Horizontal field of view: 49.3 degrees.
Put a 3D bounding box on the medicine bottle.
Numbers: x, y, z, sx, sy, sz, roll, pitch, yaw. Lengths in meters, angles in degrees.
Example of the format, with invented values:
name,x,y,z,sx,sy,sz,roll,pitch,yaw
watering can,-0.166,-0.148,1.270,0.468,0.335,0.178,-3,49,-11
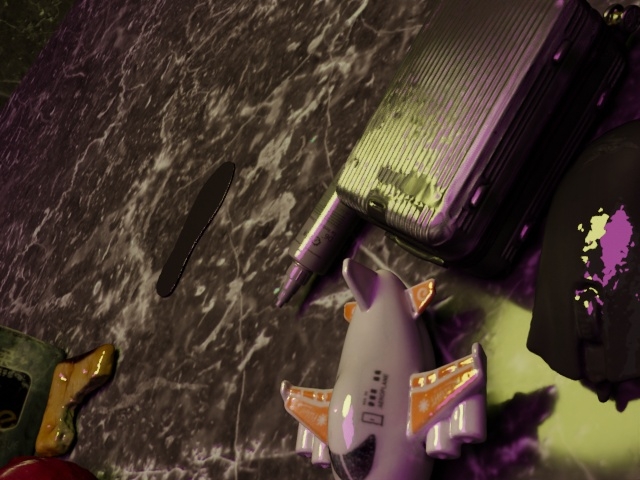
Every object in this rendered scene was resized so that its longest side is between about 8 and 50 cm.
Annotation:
name,x,y,z,sx,sy,sz,roll,pitch,yaw
medicine bottle,0.000,0.000,0.869,0.199,0.057,0.057,-56,38,5

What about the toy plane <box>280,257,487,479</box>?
name,x,y,z,sx,sy,sz,roll,pitch,yaw
toy plane,0.054,0.140,0.671,0.244,0.117,0.245,-26,49,34

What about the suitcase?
name,x,y,z,sx,sy,sz,roll,pitch,yaw
suitcase,0.159,-0.128,0.711,0.202,0.128,0.312,32,93,53

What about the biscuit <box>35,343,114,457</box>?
name,x,y,z,sx,sy,sz,roll,pitch,yaw
biscuit,-0.420,0.275,1.188,0.174,0.039,0.183,-18,55,39

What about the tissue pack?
name,x,y,z,sx,sy,sz,roll,pitch,yaw
tissue pack,-0.628,0.324,1.214,0.122,0.259,0.361,-8,60,42

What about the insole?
name,x,y,z,sx,sy,sz,roll,pitch,yaw
insole,-0.211,-0.021,1.165,0.086,0.005,0.253,24,85,53

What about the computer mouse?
name,x,y,z,sx,sy,sz,roll,pitch,yaw
computer mouse,0.241,0.000,0.579,0.147,0.088,0.264,-10,62,48

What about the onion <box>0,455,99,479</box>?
name,x,y,z,sx,sy,sz,roll,pitch,yaw
onion,-0.409,0.402,0.965,0.216,0.207,0.206,-24,53,30
